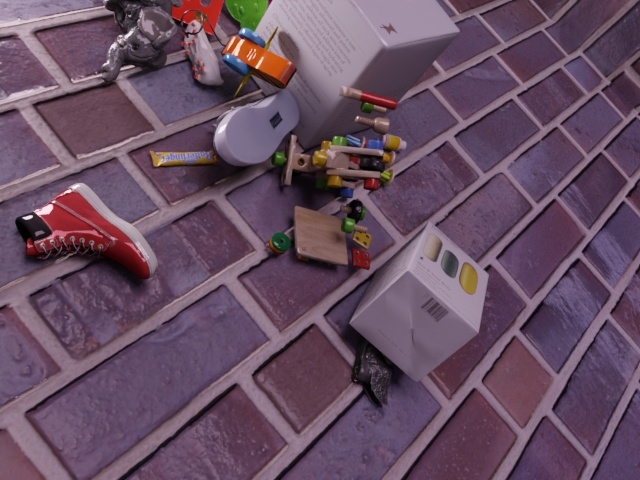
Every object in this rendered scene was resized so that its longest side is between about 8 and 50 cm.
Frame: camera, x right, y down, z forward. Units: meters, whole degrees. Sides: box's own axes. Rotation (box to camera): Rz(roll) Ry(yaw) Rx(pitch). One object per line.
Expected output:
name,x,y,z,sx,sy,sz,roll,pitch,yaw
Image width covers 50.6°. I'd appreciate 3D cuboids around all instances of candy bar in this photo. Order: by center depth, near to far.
candy bar,-0.310,-0.188,1.539,0.161,0.018,0.040,-7,64,-36

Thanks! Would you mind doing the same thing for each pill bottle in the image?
pill bottle,0.203,-0.279,1.933,0.083,0.043,0.043,11,54,-28

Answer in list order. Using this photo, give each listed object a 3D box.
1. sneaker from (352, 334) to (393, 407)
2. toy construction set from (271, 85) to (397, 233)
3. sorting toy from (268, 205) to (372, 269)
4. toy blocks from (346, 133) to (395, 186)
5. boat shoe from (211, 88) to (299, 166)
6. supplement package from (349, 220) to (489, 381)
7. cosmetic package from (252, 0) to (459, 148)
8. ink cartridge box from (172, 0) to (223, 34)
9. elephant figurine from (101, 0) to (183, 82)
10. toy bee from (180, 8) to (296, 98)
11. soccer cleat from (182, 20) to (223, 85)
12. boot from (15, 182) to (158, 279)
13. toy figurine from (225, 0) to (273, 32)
sneaker,0.122,0.273,1.490,0.089,0.051,0.170,29,52,-15
toy construction set,0.021,-0.216,1.599,0.237,0.309,0.257,13,20,-14
sorting toy,0.000,0.000,1.597,0.274,0.046,0.132,13,53,-26
toy blocks,0.128,-0.222,1.835,0.148,0.054,0.123,23,49,-20
boat shoe,-0.186,-0.258,1.591,0.136,0.156,0.367,64,29,-20
supplement package,0.228,0.129,1.515,0.199,0.198,0.263,41,30,-3
cosmetic package,0.067,-0.507,1.757,0.327,0.393,0.329,-25,76,-43
ink cartridge box,-0.416,-0.748,1.773,0.385,0.091,0.308,22,55,-19
elephant figurine,-0.419,-0.479,1.600,0.169,0.186,0.239,40,33,-74
toy bee,-0.177,-0.463,1.675,0.298,0.195,0.162,53,4,12
soccer cleat,-0.299,-0.472,1.720,0.076,0.068,0.196,10,54,-47
boot,-0.440,0.017,1.264,0.244,0.088,0.176,40,46,7
toy figurine,-0.170,-0.666,1.913,0.159,0.130,0.173,-46,128,-58
